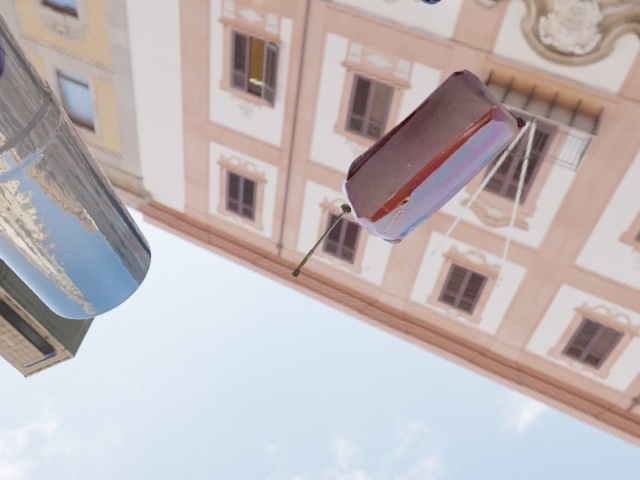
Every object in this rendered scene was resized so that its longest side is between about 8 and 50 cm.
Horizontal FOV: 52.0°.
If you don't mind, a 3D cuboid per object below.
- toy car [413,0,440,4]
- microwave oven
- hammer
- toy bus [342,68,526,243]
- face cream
[{"bbox_3d":[0.236,-0.483,1.038,0.248,0.142,0.200,-31,-166,-25],"label":"toy car"},{"bbox_3d":[-0.464,0.085,1.010,0.129,0.205,0.163,-23,-150,21],"label":"microwave oven"},{"bbox_3d":[0.000,0.000,0.886,0.014,0.123,0.029,35,-171,-22],"label":"hammer"},{"bbox_3d":[0.167,-0.127,1.048,0.147,0.303,0.127,11,-139,-58],"label":"toy bus"},{"bbox_3d":[-0.169,-0.056,0.330,0.077,0.250,0.077,-7,-129,9],"label":"face cream"}]
